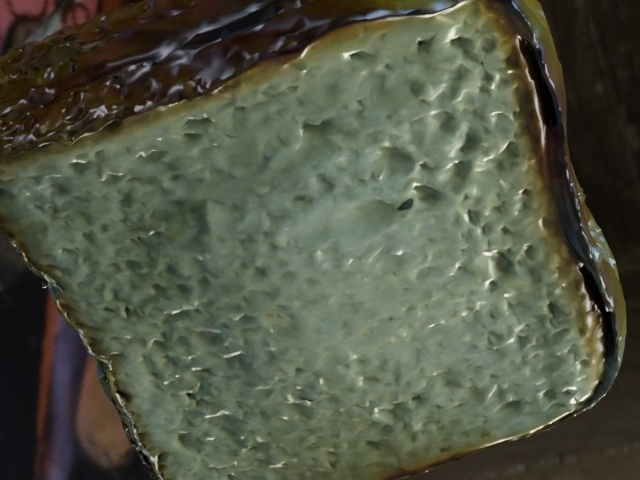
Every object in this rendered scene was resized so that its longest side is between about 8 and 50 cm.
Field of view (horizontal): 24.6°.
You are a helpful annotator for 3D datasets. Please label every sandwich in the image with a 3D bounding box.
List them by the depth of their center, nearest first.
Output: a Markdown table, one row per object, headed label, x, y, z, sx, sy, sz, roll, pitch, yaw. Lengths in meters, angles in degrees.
| label | x | y | z | sx | sy | sz | roll | pitch | yaw |
| --- | --- | --- | --- | --- | --- | --- | --- | --- | --- |
| sandwich | 0.000 | 0.000 | 0.721 | 0.271 | 0.099 | 0.301 | -21 | -51 | 3 |
